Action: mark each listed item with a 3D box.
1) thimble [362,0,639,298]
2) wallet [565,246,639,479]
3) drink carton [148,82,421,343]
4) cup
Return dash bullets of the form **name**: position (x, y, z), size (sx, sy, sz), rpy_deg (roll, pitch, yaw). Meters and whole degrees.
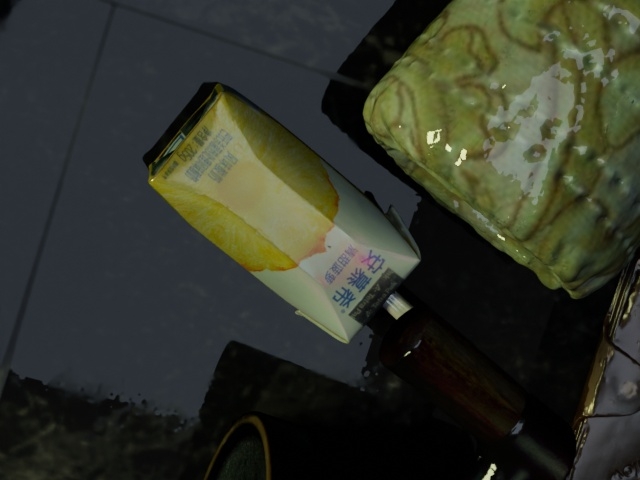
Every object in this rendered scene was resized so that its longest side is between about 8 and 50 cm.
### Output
- **thimble**: position (0.133, -0.064, 0.689), size (0.190, 0.137, 0.143), rpy_deg (38, 90, -28)
- **wallet**: position (0.211, 0.097, 0.782), size (0.095, 0.026, 0.176), rpy_deg (16, 96, -9)
- **drink carton**: position (0.000, 0.000, 0.706), size (0.200, 0.074, 0.084), rpy_deg (40, 92, -14)
- **cup**: position (0.038, 0.172, 0.677), size (0.176, 0.166, 0.239), rpy_deg (17, 130, -15)
